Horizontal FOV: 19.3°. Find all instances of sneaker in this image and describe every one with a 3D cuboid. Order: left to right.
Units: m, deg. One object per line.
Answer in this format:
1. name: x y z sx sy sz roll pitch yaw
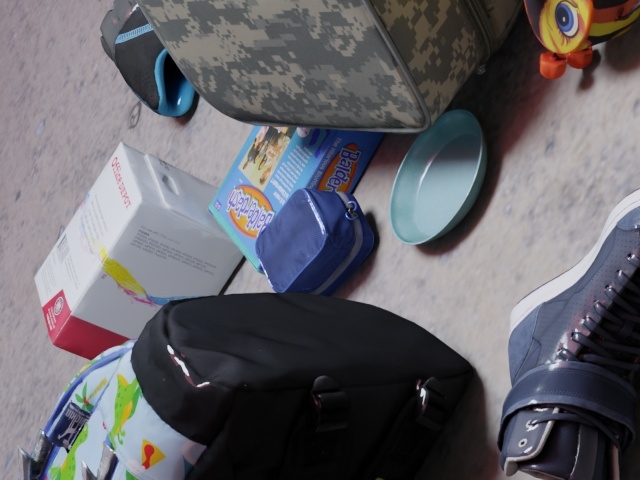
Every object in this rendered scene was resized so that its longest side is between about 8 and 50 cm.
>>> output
1. sneaker: -0.102 -0.280 1.985 0.341 0.125 0.139 -54 47 30
2. sneaker: 0.189 0.071 1.176 0.226 0.086 0.163 -50 19 46

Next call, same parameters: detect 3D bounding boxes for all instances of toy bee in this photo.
1. toy bee: 0.170 -0.201 1.369 0.162 0.195 0.298 109 154 -52

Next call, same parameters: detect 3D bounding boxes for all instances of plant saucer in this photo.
1. plant saucer: 0.099 -0.048 1.515 0.119 0.021 0.119 -40 36 38

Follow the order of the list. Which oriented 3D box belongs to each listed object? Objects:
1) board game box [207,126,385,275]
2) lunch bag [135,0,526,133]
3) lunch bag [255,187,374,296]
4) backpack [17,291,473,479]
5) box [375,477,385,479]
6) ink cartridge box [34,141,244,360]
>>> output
1. board game box: -0.014 -0.082 1.713 0.210 0.047 0.160 -59 29 10
2. lunch bag: 0.030 -0.241 1.548 0.305 0.212 0.256 5 50 48
3. lunch bag: 0.000 0.000 1.602 0.098 0.065 0.067 -47 53 35
4. backpack: -0.092 0.209 1.383 0.273 0.290 0.355 27 108 36
5. box: 0.029 0.286 1.304 0.232 0.087 0.058 -62 29 5
6. ink cartridge box: -0.175 0.021 1.827 0.176 0.127 0.128 -56 28 18
